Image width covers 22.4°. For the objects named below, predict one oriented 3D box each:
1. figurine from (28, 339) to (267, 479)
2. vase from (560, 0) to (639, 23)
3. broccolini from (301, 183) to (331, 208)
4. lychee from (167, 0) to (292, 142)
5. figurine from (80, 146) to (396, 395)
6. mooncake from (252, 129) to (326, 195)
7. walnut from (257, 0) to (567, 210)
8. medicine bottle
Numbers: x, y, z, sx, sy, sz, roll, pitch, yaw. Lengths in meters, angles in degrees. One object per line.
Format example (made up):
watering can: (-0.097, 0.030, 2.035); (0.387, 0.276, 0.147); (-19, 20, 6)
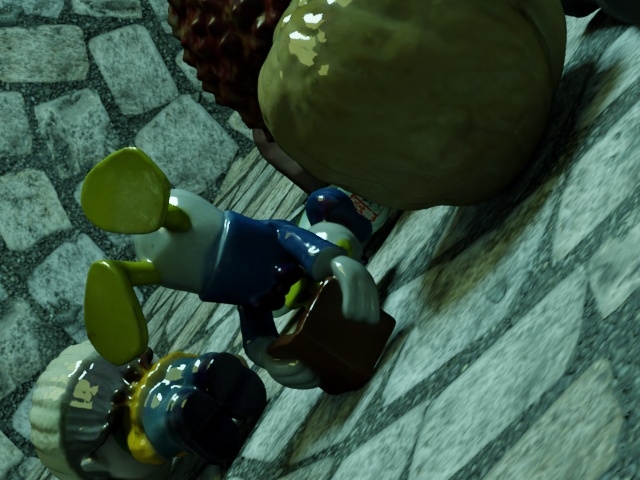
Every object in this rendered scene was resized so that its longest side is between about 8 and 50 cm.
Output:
figurine: (-0.212, 0.187, 1.858); (0.185, 0.204, 0.332); (-55, 9, -31)
vase: (0.260, -0.253, 1.512); (0.115, 0.115, 0.237); (-52, 12, 7)
broccolini: (0.011, -0.024, 2.067); (0.058, 0.074, 0.201); (-57, -3, -12)
lychee: (0.016, -0.313, 1.907); (0.424, 0.424, 0.500); (-52, 33, 8)
figurine: (-0.031, 0.019, 1.534); (0.338, 0.283, 0.204); (-21, -42, -54)
mooncake: (0.030, -0.220, 2.323); (0.326, 0.174, 0.334); (-36, 18, 54)
walnut: (0.090, -0.165, 1.492); (0.285, 0.285, 0.296); (-48, 21, 28)
medicine bottle: (0.000, 0.000, 1.893); (0.121, 0.083, 0.229); (-56, 8, -36)
